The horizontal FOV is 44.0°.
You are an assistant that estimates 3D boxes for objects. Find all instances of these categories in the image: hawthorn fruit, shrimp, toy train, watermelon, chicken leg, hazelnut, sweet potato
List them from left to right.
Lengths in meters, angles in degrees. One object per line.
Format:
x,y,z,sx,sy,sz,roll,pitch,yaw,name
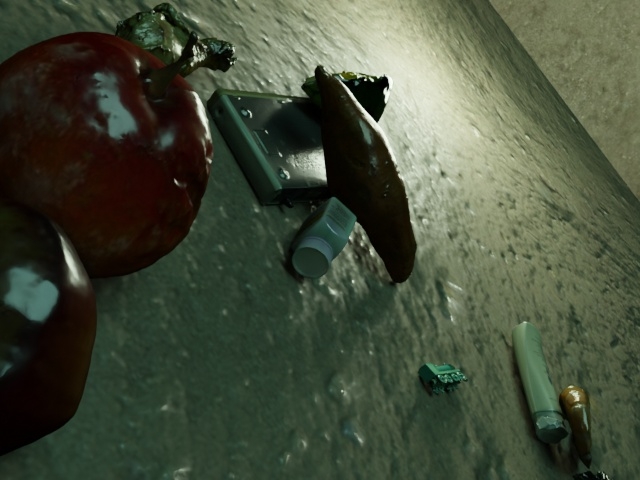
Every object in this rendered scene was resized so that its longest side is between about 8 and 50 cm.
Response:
-0.263,0.072,0.616,0.208,0.208,0.208,32,36,-27,hazelnut
-0.202,-0.106,0.769,0.242,0.271,0.241,33,26,-19,hawthorn fruit
-0.204,-0.276,1.119,0.103,0.088,0.228,45,33,15,chicken leg
0.051,-0.251,1.381,0.129,0.123,0.301,26,17,9,watermelon
0.065,-0.090,1.173,0.112,0.112,0.359,-40,110,-59,sweet potato
0.180,0.201,1.168,0.092,0.029,0.045,6,37,-54,toy train
0.437,0.305,1.333,0.236,0.053,0.132,-2,73,-77,shrimp

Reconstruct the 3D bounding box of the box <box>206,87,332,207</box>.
-0.034,-0.143,1.234,0.270,0.045,0.210,-6,60,-54,box

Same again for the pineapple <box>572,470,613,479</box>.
0.459,0.459,1.179,0.125,0.125,0.251,8,45,-48,pineapple

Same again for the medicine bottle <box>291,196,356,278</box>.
0.000,0.000,1.100,0.055,0.074,0.118,43,33,-13,medicine bottle

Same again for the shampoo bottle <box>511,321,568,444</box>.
0.368,0.238,1.343,0.072,0.049,0.212,43,30,-39,shampoo bottle
